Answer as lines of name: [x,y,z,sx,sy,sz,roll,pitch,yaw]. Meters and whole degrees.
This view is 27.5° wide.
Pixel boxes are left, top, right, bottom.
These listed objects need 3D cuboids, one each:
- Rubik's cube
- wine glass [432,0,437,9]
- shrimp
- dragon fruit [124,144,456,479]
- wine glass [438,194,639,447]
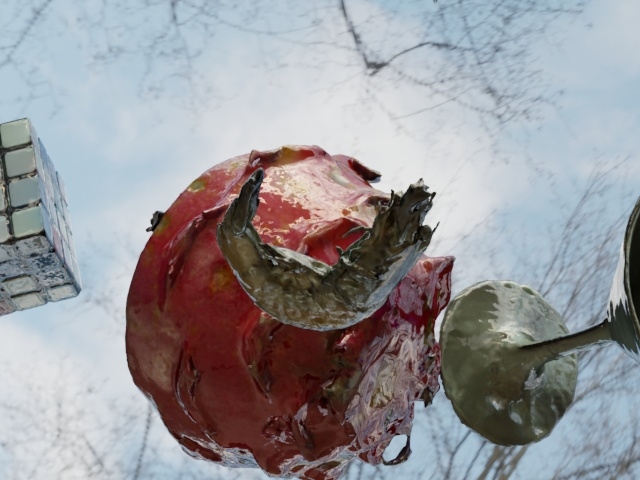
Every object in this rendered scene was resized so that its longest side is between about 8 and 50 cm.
Rubik's cube: [-0.360,-0.019,1.420,0.154,0.151,0.155,-14,-119,-2]
wine glass: [0.102,-0.159,0.756,0.083,0.042,0.039,-9,-39,3]
shrimp: [0.000,0.000,1.012,0.150,0.051,0.217,32,-43,-11]
dragon fruit: [-0.005,0.086,1.406,0.249,0.371,0.386,17,-105,54]
wine glass: [0.311,0.096,1.400,0.267,0.267,0.406,60,-28,0]
